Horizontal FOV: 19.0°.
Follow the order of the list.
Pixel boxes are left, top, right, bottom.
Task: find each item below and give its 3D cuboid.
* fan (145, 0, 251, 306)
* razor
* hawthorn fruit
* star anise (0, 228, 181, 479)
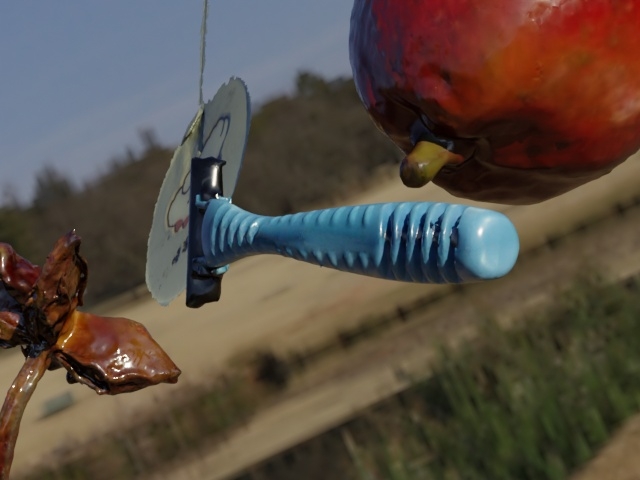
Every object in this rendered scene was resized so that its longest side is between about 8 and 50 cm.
[{"bbox_3d":[-0.095,-0.090,1.543,0.009,0.329,0.190,19,-47,-21],"label":"fan"},{"bbox_3d":[0.000,0.000,0.916,0.042,0.082,0.253,3,1,-38],"label":"razor"},{"bbox_3d":[0.142,-0.151,1.339,0.265,0.265,0.307,-25,25,51],"label":"hawthorn fruit"},{"bbox_3d":[-0.195,0.083,1.250,0.158,0.140,0.144,-7,38,44],"label":"star anise"}]
